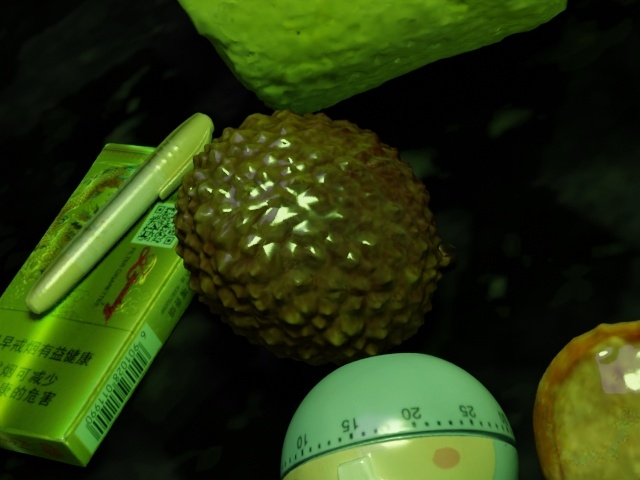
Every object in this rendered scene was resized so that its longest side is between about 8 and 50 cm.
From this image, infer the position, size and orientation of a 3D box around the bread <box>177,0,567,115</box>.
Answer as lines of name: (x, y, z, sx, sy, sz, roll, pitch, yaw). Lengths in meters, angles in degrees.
bread: (0.030, -0.291, 1.483, 0.308, 0.348, 0.348, -27, 39, 22)

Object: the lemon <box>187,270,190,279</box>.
lemon: (-0.071, 0.007, 1.414, 0.082, 0.082, 0.111, -14, 45, 19)

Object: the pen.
pen: (-0.168, -0.023, 1.479, 0.040, 0.032, 0.233, 32, 70, 21)

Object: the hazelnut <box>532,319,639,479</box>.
hazelnut: (0.211, 0.119, 1.105, 0.150, 0.150, 0.150, -17, 42, 16)

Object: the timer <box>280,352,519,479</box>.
timer: (0.049, 0.188, 1.100, 0.175, 0.175, 0.255, -14, 44, 19)

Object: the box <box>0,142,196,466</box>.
box: (-0.192, 0.046, 1.480, 0.173, 0.043, 0.311, 7, 53, 36)

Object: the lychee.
lychee: (0.000, 0.000, 1.298, 0.200, 0.238, 0.200, -15, 71, 53)
